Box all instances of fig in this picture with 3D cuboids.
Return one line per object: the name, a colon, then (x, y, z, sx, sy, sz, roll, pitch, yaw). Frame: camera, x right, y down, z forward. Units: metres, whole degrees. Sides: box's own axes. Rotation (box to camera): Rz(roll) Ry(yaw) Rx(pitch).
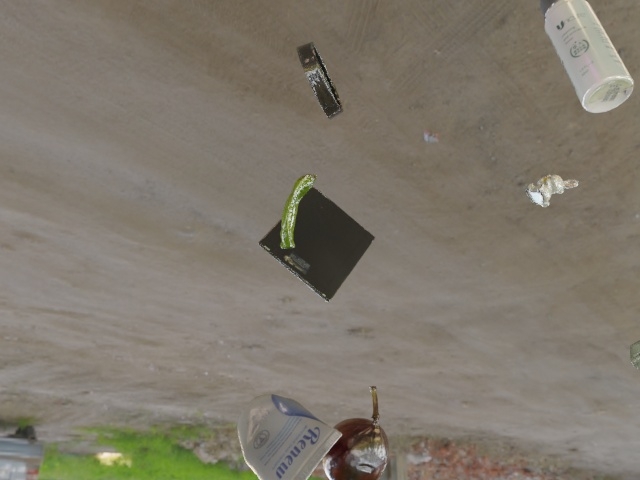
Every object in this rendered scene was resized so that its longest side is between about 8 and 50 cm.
fig: (0.121, 0.570, 1.721, 0.249, 0.186, 0.204, -54, 167, 25)

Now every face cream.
face cream: (-0.111, 0.554, 1.707, 0.137, 0.235, 0.420, 48, 165, -24)
face cream: (0.482, -0.381, 1.152, 0.092, 0.311, 0.092, -6, 149, -4)

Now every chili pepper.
chili pepper: (-0.066, -0.077, 1.553, 0.050, 0.201, 0.052, 20, -174, 33)

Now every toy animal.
toy animal: (0.669, -0.155, 1.791, 0.124, 0.085, 0.071, -36, 180, -19)

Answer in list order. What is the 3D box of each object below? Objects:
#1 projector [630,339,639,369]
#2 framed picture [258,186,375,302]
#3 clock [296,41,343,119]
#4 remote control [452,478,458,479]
projector: (0.932, 0.319, 1.727, 0.083, 0.083, 0.082, 31, 135, -4)
framed picture: (0.000, 0.000, 1.789, 0.255, 0.338, 0.014, 39, 132, 0)
clock: (0.002, -0.373, 1.435, 0.040, 0.184, 0.184, -23, 151, 10)
remote control: (0.419, 0.836, 1.696, 0.145, 0.344, 0.050, -36, 178, -5)
